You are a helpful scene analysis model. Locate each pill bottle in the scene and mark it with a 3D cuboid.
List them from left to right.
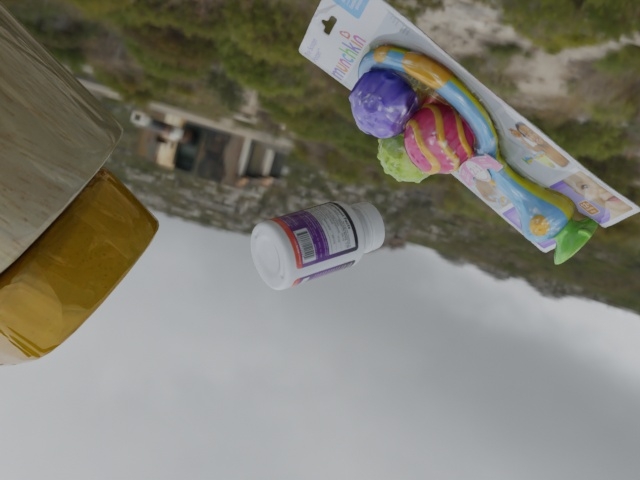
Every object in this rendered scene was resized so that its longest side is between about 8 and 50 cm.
[{"bbox_3d":[0.000,0.000,1.439,0.193,0.108,0.108,-17,-154,-32],"label":"pill bottle"}]

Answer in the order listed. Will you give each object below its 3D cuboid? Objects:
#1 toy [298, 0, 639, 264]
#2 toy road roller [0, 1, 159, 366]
[{"bbox_3d":[0.079,-0.063,0.625,0.237,0.056,0.137,36,164,-3],"label":"toy"},{"bbox_3d":[-0.253,0.016,0.404,0.202,0.240,0.329,46,147,-19],"label":"toy road roller"}]
